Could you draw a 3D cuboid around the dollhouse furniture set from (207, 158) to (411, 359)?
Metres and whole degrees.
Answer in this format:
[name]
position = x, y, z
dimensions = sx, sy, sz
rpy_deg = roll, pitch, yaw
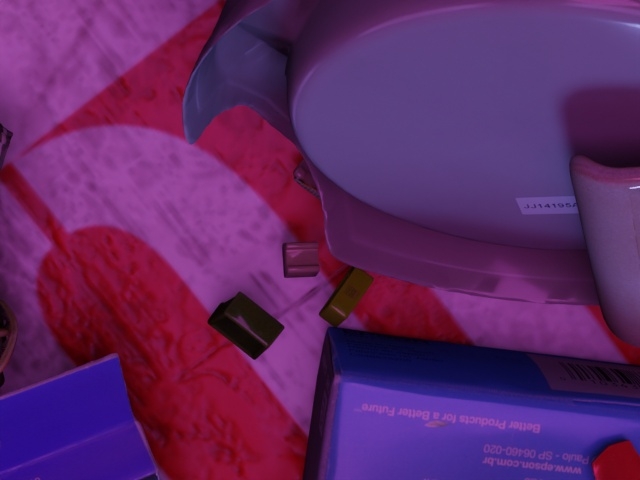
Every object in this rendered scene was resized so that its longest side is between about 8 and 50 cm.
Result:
[dollhouse furniture set]
position = 0.000, 0.000, 0.879
dimensions = 0.076, 0.058, 0.152
rpy_deg = 37, 76, -4

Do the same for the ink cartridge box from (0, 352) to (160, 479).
[ink cartridge box]
position = -0.181, 0.186, 0.829
dimensions = 0.206, 0.045, 0.208
rpy_deg = -21, 125, -16

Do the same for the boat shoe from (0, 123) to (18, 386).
[boat shoe]
position = -0.221, 0.068, 0.840
dimensions = 0.091, 0.109, 0.305
rpy_deg = 20, 105, -7

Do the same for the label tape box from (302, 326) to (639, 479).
[label tape box]
position = 0.102, 0.242, 0.888
dimensions = 0.249, 0.115, 0.348
rpy_deg = 7, 102, -5

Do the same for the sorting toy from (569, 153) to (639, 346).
[sorting toy]
position = 0.231, 0.015, 0.714
dimensions = 0.208, 0.193, 0.038
rpy_deg = 1, 64, 17

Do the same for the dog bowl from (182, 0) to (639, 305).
[dog bowl]
position = 0.112, -0.078, 0.720
dimensions = 0.348, 0.349, 0.102
rpy_deg = 11, 67, -5

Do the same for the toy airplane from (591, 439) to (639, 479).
[toy airplane]
position = 0.162, 0.186, 0.809
dimensions = 0.151, 0.028, 0.151
rpy_deg = -1, 103, -5
